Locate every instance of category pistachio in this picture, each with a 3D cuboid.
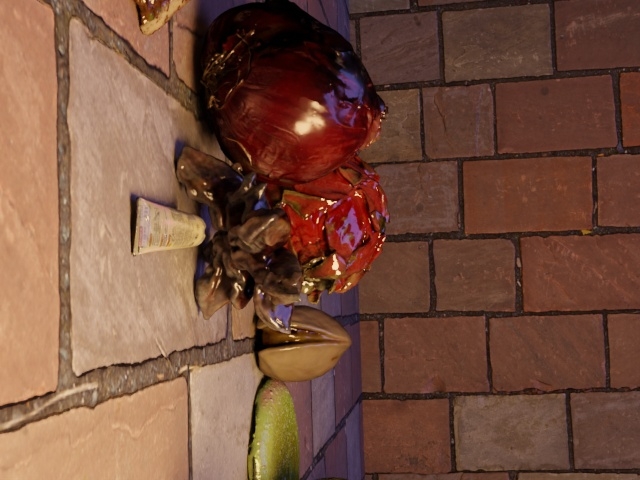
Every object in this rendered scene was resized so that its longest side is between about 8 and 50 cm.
[{"bbox_3d":[-0.038,0.182,1.401,0.238,0.153,0.137,11,65,-55],"label":"pistachio"}]

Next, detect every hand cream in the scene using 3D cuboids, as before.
[{"bbox_3d":[-0.171,-0.011,0.863,0.143,0.039,0.061,8,89,-74],"label":"hand cream"}]

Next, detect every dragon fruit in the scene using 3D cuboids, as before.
[{"bbox_3d":[-0.014,-0.034,1.222,0.298,0.245,0.244,-106,-172,-60],"label":"dragon fruit"}]

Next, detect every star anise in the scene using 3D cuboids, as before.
[{"bbox_3d":[-0.095,0.001,0.977,0.282,0.129,0.212,50,-33,40],"label":"star anise"}]

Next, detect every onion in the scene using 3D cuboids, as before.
[{"bbox_3d":[-0.055,-0.204,1.071,0.280,0.281,0.221,-84,-161,-47],"label":"onion"}]

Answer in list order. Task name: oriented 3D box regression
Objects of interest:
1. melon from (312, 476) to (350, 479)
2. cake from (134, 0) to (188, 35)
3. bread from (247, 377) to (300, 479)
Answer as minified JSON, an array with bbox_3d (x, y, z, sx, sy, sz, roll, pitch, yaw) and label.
[{"bbox_3d":[0.002,0.497,1.175,0.329,0.249,0.248,-47,135,-69],"label":"melon"},{"bbox_3d":[-0.128,-0.347,0.883,0.112,0.135,0.245,80,11,-50],"label":"cake"},{"bbox_3d":[-0.077,0.384,1.383,0.301,0.045,0.301,-3,90,-81],"label":"bread"}]
